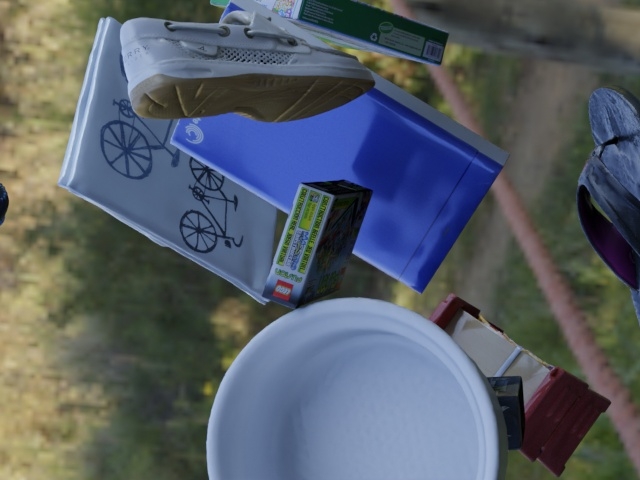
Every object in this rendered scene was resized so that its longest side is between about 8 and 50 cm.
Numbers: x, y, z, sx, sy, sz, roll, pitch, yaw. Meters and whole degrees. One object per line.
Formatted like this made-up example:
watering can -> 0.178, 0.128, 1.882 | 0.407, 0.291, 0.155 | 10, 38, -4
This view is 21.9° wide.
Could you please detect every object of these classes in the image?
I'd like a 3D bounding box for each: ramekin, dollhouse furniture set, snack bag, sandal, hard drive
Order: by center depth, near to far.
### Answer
ramekin -> 0.044, 0.196, 1.555 | 0.135, 0.277, 0.277 | 20, -105, -72
hard drive -> 0.013, -0.096, 1.723 | 0.040, 0.319, 0.210 | -57, -3, -45
dollhouse furniture set -> 0.149, 0.274, 2.029 | 0.201, 0.152, 0.374 | 37, 90, 38
snack bag -> -0.184, -0.109, 2.236 | 0.037, 0.342, 0.323 | -35, 36, 37
sandal -> 0.432, -0.001, 2.271 | 0.167, 0.107, 0.445 | 140, 118, -71

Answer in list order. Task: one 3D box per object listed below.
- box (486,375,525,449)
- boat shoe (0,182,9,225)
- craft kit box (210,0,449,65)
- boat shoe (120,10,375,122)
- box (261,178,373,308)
box -> 0.122, 0.183, 1.742 | 0.233, 0.183, 0.059 | -7, -87, -83
boat shoe -> -0.425, -0.039, 1.665 | 0.109, 0.258, 0.089 | 34, 122, 36
craft kit box -> 0.011, -0.312, 2.327 | 0.247, 0.250, 0.061 | 16, 92, 55
boat shoe -> -0.063, -0.168, 1.515 | 0.098, 0.277, 0.096 | -32, 69, 40
box -> 0.000, 0.000, 1.606 | 0.207, 0.036, 0.114 | -16, -55, -78
